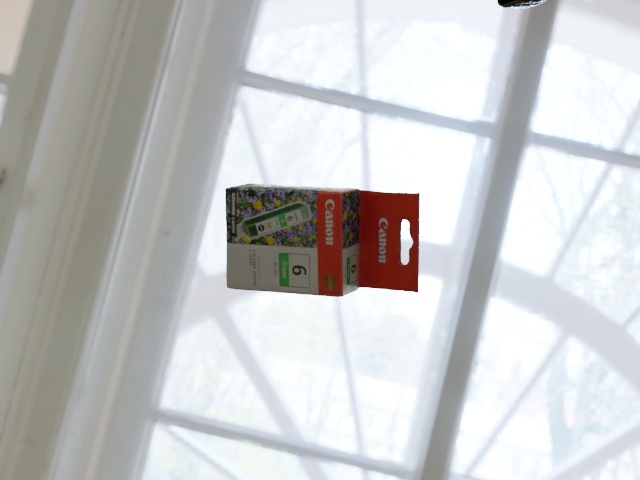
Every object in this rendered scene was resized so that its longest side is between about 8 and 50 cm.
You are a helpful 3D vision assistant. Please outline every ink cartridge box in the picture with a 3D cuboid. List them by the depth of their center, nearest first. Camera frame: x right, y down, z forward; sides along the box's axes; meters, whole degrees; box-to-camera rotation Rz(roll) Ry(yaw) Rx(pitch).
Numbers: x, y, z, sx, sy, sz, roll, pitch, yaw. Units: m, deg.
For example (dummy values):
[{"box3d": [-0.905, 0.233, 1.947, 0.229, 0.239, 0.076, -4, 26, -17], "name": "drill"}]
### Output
[{"box3d": [0.000, 0.000, 0.651, 0.115, 0.062, 0.029, 4, 9, 25], "name": "ink cartridge box"}]

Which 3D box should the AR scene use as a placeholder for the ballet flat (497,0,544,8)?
[{"box3d": [0.261, -0.309, 1.274, 0.049, 0.057, 0.173, -30, -4, -21], "name": "ballet flat"}]
